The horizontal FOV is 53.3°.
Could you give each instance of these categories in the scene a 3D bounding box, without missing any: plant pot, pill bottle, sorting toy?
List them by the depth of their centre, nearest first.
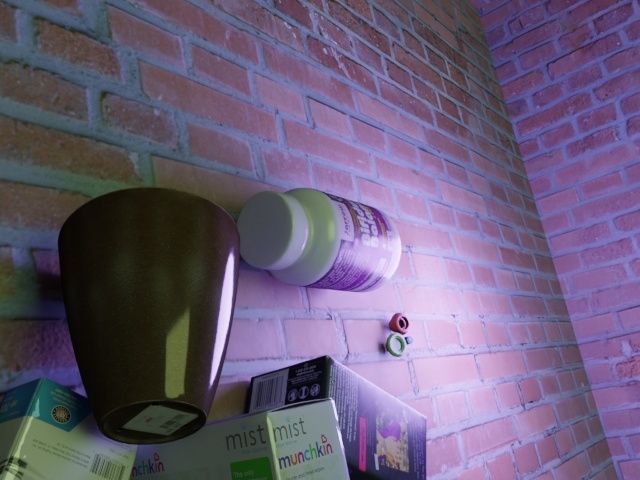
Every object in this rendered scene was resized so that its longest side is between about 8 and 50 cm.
[{"bbox_3d":[-0.186,0.096,0.713,0.215,0.215,0.231,31,35,-43],"label":"plant pot"},{"bbox_3d":[0.000,0.000,1.118,0.301,0.169,0.169,11,63,-52],"label":"pill bottle"},{"bbox_3d":[0.161,0.205,1.358,0.061,0.042,0.102,34,56,-19],"label":"sorting toy"}]

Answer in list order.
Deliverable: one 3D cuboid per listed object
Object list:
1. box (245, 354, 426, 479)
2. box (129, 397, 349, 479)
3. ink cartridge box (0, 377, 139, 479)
[{"bbox_3d":[0.028,0.307,0.986,0.270,0.165,0.143,39,43,-37],"label":"box"},{"bbox_3d":[-0.093,0.319,0.721,0.126,0.261,0.231,6,68,-53],"label":"box"},{"bbox_3d":[-0.280,0.260,0.652,0.139,0.082,0.191,42,42,-35],"label":"ink cartridge box"}]
